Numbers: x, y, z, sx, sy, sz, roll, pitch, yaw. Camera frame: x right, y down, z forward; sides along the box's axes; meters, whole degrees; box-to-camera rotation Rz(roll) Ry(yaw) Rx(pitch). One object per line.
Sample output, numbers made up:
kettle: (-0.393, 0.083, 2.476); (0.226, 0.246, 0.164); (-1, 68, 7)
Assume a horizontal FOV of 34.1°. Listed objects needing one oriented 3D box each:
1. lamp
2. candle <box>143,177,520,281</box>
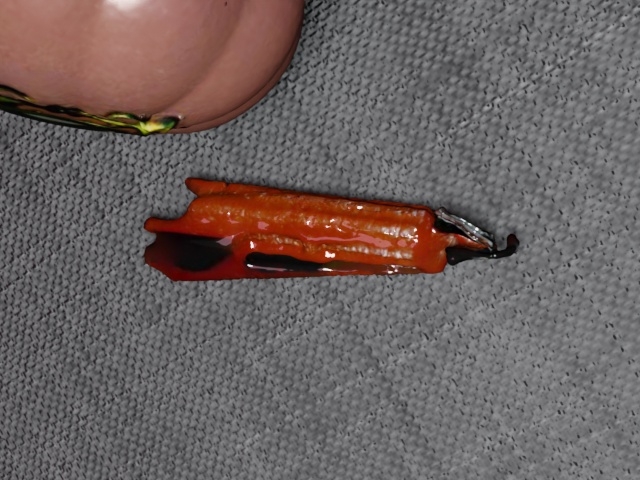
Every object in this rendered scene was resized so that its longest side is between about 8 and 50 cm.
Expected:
lamp: (-0.153, -0.195, 0.698); (0.305, 0.305, 0.239); (10, 89, 16)
candle: (0.000, 0.000, 0.797); (0.302, 0.059, 0.084); (4, 110, 19)
